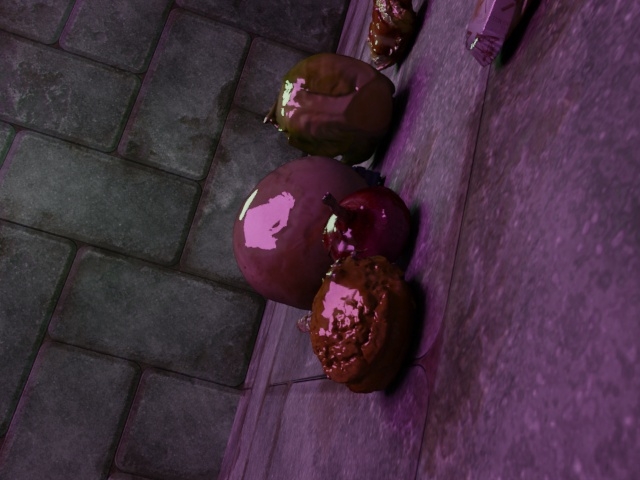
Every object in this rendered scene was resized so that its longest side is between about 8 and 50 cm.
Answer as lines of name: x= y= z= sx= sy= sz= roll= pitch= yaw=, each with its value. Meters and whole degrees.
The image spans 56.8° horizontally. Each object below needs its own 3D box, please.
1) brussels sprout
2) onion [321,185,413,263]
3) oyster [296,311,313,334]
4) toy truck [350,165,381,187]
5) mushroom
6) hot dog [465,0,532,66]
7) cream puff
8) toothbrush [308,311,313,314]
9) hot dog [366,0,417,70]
brussels sprout: x=0.029 y=-0.283 z=1.301 sx=0.294 sy=0.259 sz=0.227 roll=11 pitch=92 yaw=58
onion: x=0.055 y=-0.031 z=0.888 sx=0.150 sy=0.140 sz=0.150 roll=-21 pitch=45 yaw=23
oyster: x=-0.005 y=0.167 z=1.292 sx=0.106 sy=0.061 sz=0.200 roll=-84 pitch=14 yaw=-51
toy truck: x=0.065 y=-0.100 z=1.268 sx=0.201 sy=0.088 sz=0.074 roll=135 pitch=152 yaw=-73
mushroom: x=0.000 y=0.000 z=1.124 sx=0.290 sy=0.292 sz=0.293 roll=27 pitch=-103 yaw=-61
hot dog: x=0.227 y=-0.304 z=0.706 sx=0.099 sy=0.053 sz=0.192 roll=-93 pitch=19 yaw=-72
cream puff: x=0.051 y=0.105 z=0.791 sx=0.189 sy=0.129 sz=0.189 roll=-165 pitch=90 yaw=-79
toothbrush: x=0.010 y=0.110 z=1.443 sx=0.030 sy=0.030 sz=0.304 roll=-84 pitch=11 yaw=-54
hot dog: x=0.168 y=-0.487 z=1.365 sx=0.213 sy=0.103 sz=0.146 roll=102 pitch=160 yaw=-66
